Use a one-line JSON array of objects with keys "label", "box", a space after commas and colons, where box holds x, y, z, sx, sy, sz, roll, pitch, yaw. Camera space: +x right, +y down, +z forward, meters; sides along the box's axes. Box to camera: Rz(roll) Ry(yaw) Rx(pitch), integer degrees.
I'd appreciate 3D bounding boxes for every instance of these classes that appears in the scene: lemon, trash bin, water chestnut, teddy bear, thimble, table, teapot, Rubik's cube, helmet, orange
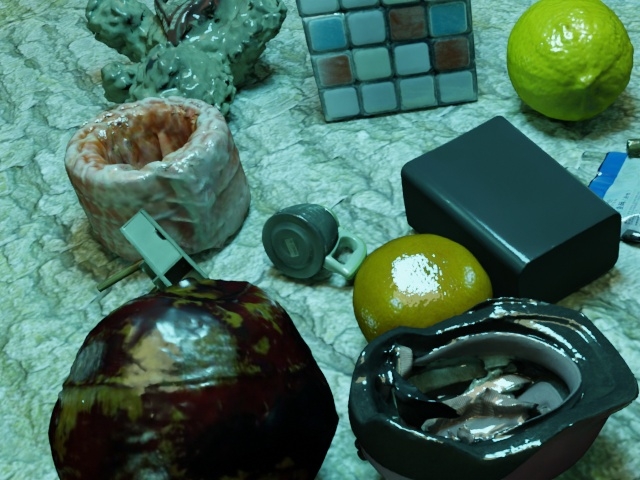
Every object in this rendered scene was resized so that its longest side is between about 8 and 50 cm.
[{"label": "lemon", "box": [0.358, -0.264, 1.241, 0.180, 0.181, 0.193, -22, 19, -11]}, {"label": "trash bin", "box": [0.230, -0.032, 1.054, 0.165, 0.115, 0.225, -27, 44, -15]}, {"label": "water chestnut", "box": [-0.111, 0.175, 0.797, 0.244, 0.289, 0.289, 29, 52, 11]}, {"label": "teddy bear", "box": [-0.223, -0.316, 1.443, 0.357, 0.224, 0.367, -20, 40, 14]}, {"label": "thimble", "box": [-0.224, -0.086, 1.208, 0.239, 0.162, 0.239, -7, 38, 5]}, {"label": "table", "box": [-0.170, 0.084, 1.032, 0.111, 0.121, 0.240, -44, 46, -7]}, {"label": "teapot", "box": [-0.006, 0.003, 1.118, 0.092, 0.124, 0.091, -36, 3, 41]}, {"label": "Rubik's cube", "box": [0.108, -0.373, 1.375, 0.259, 0.253, 0.256, -7, 41, 9]}, {"label": "helmet", "box": [0.151, 0.166, 0.819, 0.253, 0.154, 0.198, 0, 30, -11]}, {"label": "orange", "box": [0.113, 0.069, 0.962, 0.156, 0.124, 0.156, 1, 54, -1]}]

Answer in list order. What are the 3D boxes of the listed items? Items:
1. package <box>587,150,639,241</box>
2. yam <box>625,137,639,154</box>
[{"label": "package", "box": [0.423, -0.055, 1.093, 0.173, 0.027, 0.171, 13, 48, 33]}, {"label": "yam", "box": [0.525, -0.125, 1.140, 0.234, 0.029, 0.027, 1, 35, 9]}]
